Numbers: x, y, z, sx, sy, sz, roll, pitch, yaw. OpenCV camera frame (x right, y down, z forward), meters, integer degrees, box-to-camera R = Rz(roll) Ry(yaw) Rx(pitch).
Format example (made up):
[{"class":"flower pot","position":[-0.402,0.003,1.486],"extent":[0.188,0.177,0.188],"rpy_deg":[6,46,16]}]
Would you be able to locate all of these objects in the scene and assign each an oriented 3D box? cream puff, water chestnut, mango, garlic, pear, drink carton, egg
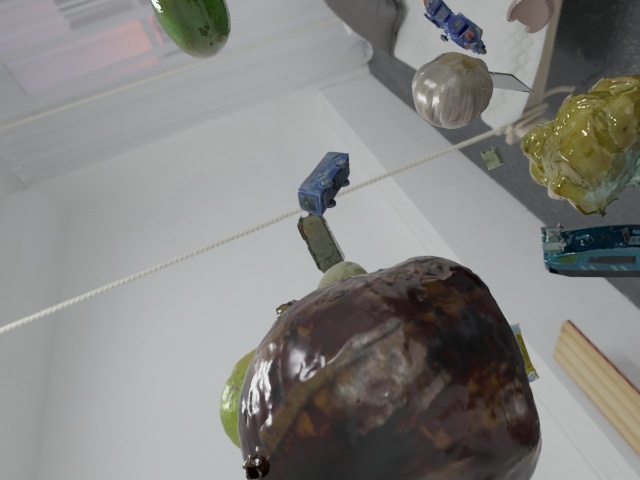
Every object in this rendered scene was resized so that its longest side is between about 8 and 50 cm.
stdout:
[{"class":"cream puff","position":[0.601,-0.231,0.903],"extent":[0.270,0.323,0.274],"rpy_deg":[51,156,47]},{"class":"water chestnut","position":[0.054,0.162,0.462],"extent":[0.347,0.335,0.335],"rpy_deg":[48,161,45]},{"class":"mango","position":[-0.377,-0.687,1.163],"extent":[0.225,0.201,0.382],"rpy_deg":[54,168,22]},{"class":"garlic","position":[0.489,-0.554,1.550],"extent":[0.259,0.318,0.317],"rpy_deg":[77,170,-53]},{"class":"pear","position":[-0.095,0.457,1.170],"extent":[0.391,0.391,0.391],"rpy_deg":[158,90,-84]},{"class":"drink carton","position":[0.507,0.320,1.063],"extent":[0.084,0.075,0.199],"rpy_deg":[136,121,-65]},{"class":"egg","position":[0.077,0.172,1.262],"extent":[0.186,0.186,0.241],"rpy_deg":[76,-161,-52]}]

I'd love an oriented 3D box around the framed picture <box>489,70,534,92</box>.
[{"class":"framed picture","position":[0.823,-0.746,1.919],"extent":[0.255,0.339,0.014],"rpy_deg":[27,111,38]}]

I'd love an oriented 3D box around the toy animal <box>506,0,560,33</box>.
[{"class":"toy animal","position":[0.558,-0.639,1.049],"extent":[0.124,0.212,0.124],"rpy_deg":[22,160,8]}]

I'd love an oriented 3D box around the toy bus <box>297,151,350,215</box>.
[{"class":"toy bus","position":[0.016,-0.162,1.144],"extent":[0.236,0.094,0.079],"rpy_deg":[-57,-35,-44]}]

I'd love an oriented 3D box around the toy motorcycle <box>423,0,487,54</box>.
[{"class":"toy motorcycle","position":[0.354,-0.557,1.074],"extent":[0.205,0.076,0.114],"rpy_deg":[43,-156,6]}]

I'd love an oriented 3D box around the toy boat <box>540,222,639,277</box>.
[{"class":"toy boat","position":[0.684,0.006,0.957],"extent":[0.092,0.299,0.134],"rpy_deg":[62,-146,-40]}]

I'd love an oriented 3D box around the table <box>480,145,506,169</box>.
[{"class":"table","position":[0.731,-0.351,1.740],"extent":[0.079,0.062,0.083],"rpy_deg":[-20,-96,-52]}]

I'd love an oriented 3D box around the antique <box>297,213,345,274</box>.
[{"class":"antique","position":[0.000,0.000,1.848],"extent":[0.284,0.125,0.150],"rpy_deg":[62,-172,-12]}]
